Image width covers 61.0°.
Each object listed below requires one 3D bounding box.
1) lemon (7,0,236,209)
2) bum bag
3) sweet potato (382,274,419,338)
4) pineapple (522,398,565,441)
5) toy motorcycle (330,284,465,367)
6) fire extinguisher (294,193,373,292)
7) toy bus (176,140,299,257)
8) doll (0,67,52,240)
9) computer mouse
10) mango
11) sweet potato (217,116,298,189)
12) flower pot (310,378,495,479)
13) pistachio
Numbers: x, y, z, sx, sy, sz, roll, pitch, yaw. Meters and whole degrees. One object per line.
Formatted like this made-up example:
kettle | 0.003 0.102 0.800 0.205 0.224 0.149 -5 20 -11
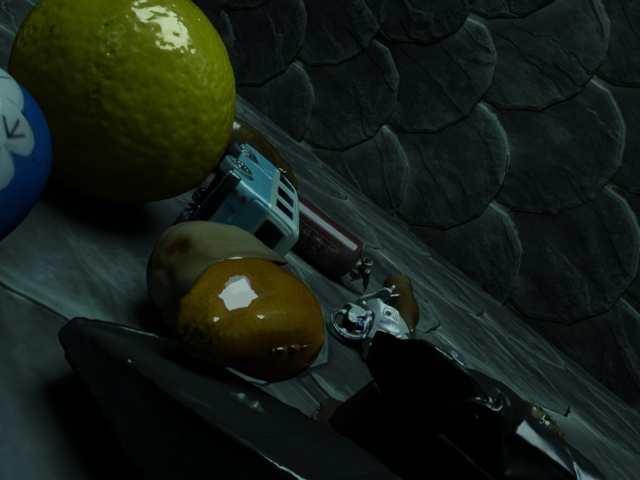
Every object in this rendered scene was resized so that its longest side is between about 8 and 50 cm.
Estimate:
lemon | -0.239 -0.179 0.678 0.293 0.293 0.293 34 12 -9
bum bag | 0.170 0.182 0.480 0.310 0.074 0.137 37 -19 3
sweet potato | 0.152 0.136 1.056 0.077 0.077 0.243 34 21 -8
pineapple | 0.329 0.322 0.803 0.198 0.108 0.108 45 9 -20
toy motorcycle | 0.127 0.158 0.856 0.221 0.102 0.150 36 33 10
fire extinguisher | 0.000 0.000 1.097 0.269 0.104 0.105 36 12 3
toy bus | -0.116 -0.054 0.886 0.165 0.133 0.271 38 14 -15
doll | -0.329 -0.093 0.390 0.257 0.161 0.215 22 43 -10
computer mouse | -0.065 0.149 0.377 0.295 0.087 0.168 24 -7 29
mango | -0.050 0.064 0.459 0.159 0.084 0.105 42 44 -64
sweet potato | -0.156 -0.191 1.327 0.130 0.130 0.423 45 8 35
flower pot | 0.120 0.229 0.582 0.251 0.084 0.179 27 15 -33
pistachio | -0.098 0.042 0.583 0.206 0.131 0.129 6 73 -65
